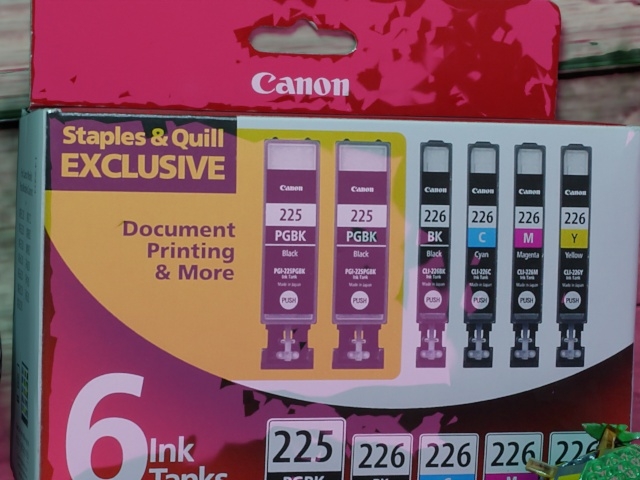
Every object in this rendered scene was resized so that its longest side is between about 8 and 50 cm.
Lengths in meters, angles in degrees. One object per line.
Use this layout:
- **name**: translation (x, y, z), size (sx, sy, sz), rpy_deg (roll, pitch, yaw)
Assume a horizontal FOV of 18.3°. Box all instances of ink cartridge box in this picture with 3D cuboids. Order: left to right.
- **ink cartridge box**: translation (0.000, 0.000, 1.037), size (0.309, 0.130, 0.272), rpy_deg (0, 94, -14)

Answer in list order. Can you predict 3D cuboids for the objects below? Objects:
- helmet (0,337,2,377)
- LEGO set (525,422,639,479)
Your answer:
- **helmet**: translation (-0.237, 0.065, 0.974), size (0.161, 0.169, 0.169), rpy_deg (-41, 104, 10)
- **LEGO set**: translation (0.149, 0.267, 0.985), size (0.255, 0.192, 0.331), rpy_deg (17, 78, -7)
